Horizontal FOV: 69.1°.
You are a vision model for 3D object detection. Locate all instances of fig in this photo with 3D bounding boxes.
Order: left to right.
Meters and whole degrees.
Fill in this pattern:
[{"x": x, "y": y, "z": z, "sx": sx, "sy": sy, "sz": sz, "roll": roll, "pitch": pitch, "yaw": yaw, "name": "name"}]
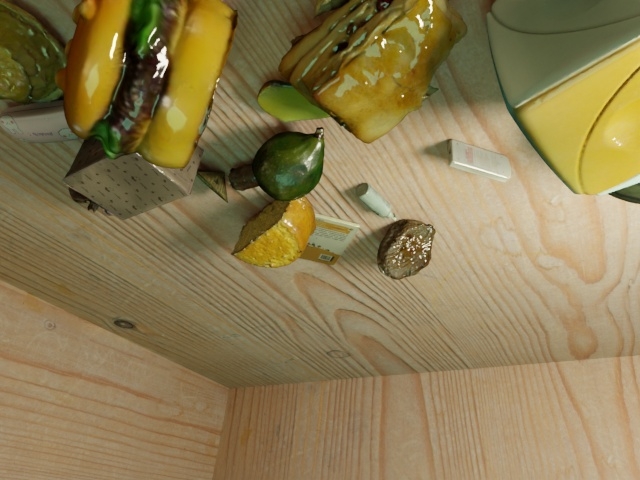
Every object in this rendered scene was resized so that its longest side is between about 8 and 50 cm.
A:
[{"x": -0.071, "y": -0.217, "z": 1.274, "sx": 0.195, "sy": 0.195, "sz": 0.245, "roll": 29, "pitch": 143, "yaw": -31, "name": "fig"}]

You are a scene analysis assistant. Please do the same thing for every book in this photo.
[{"x": 0.000, "y": 0.000, "z": 1.742, "sx": 0.208, "sy": 0.020, "sz": 0.295, "roll": 14, "pitch": 146, "yaw": -12, "name": "book"}]

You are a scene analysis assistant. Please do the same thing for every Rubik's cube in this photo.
[{"x": 0.550, "y": -0.336, "z": 0.857, "sx": 0.352, "sy": 0.351, "sz": 0.347, "roll": 33, "pitch": 138, "yaw": -31, "name": "Rubik's cube"}]

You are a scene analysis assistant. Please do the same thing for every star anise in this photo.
[{"x": -0.730, "y": -0.159, "z": 1.556, "sx": 0.229, "sy": 0.093, "sz": 0.236, "roll": 22, "pitch": 140, "yaw": -14, "name": "star anise"}]

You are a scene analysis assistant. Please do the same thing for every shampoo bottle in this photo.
[{"x": 0.192, "y": -0.113, "z": 1.511, "sx": 0.056, "sy": 0.056, "sz": 0.195, "roll": -22, "pitch": 137, "yaw": 35, "name": "shampoo bottle"}]

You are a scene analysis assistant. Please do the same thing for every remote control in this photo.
[{"x": 0.440, "y": -0.219, "z": 1.287, "sx": 0.190, "sy": 0.087, "sz": 0.029, "roll": 13, "pitch": 150, "yaw": -12, "name": "remote control"}]

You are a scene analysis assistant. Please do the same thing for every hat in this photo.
[{"x": -0.326, "y": -0.192, "z": 1.471, "sx": 0.146, "sy": 0.067, "sz": 0.146, "roll": 40, "pitch": 172, "yaw": 7, "name": "hat"}]

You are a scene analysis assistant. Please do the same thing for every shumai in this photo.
[{"x": 0.302, "y": 0.025, "z": 1.660, "sx": 0.184, "sy": 0.218, "sz": 0.185, "roll": 16, "pitch": -171, "yaw": 4, "name": "shumai"}]

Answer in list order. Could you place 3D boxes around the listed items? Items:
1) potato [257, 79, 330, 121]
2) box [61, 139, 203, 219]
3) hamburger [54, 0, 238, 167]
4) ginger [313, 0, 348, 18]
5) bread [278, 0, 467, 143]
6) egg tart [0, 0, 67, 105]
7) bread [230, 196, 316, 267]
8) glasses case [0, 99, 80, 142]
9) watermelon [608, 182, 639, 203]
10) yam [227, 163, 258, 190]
[{"x": -0.061, "y": -0.359, "z": 1.183, "sx": 0.198, "sy": 0.054, "sz": 0.119, "roll": 4, "pitch": 146, "yaw": -6, "name": "potato"}, {"x": -0.531, "y": -0.219, "z": 1.341, "sx": 0.297, "sy": 0.190, "sz": 0.225, "roll": -14, "pitch": 142, "yaw": 29, "name": "box"}, {"x": -0.363, "y": -0.349, "z": 0.958, "sx": 0.277, "sy": 0.396, "sz": 0.396, "roll": 19, "pitch": 144, "yaw": -22, "name": "hamburger"}, {"x": 0.061, "y": -0.507, "z": 0.902, "sx": 0.122, "sy": 0.115, "sz": 0.193, "roll": 3, "pitch": 162, "yaw": -26, "name": "ginger"}, {"x": 0.126, "y": -0.355, "z": 0.976, "sx": 0.370, "sy": 0.191, "sz": 0.314, "roll": -20, "pitch": 157, "yaw": 30, "name": "bread"}, {"x": -0.769, "y": -0.433, "z": 1.113, "sx": 0.315, "sy": 0.120, "sz": 0.315, "roll": 4, "pitch": 146, "yaw": 3, "name": "egg tart"}, {"x": -0.133, "y": -0.017, "z": 1.567, "sx": 0.179, "sy": 0.194, "sz": 0.340, "roll": 40, "pitch": 132, "yaw": -22, "name": "bread"}, {"x": -0.752, "y": -0.331, "z": 1.300, "sx": 0.297, "sy": 0.075, "sz": 0.113, "roll": -2, "pitch": 154, "yaw": 13, "name": "glasses case"}, {"x": 0.794, "y": -0.221, "z": 1.057, "sx": 0.359, "sy": 0.279, "sz": 0.279, "roll": -3, "pitch": 146, "yaw": 15, "name": "watermelon"}, {"x": -0.205, "y": -0.200, "z": 1.424, "sx": 0.141, "sy": 0.079, "sz": 0.079, "roll": -12, "pitch": 143, "yaw": 24, "name": "yam"}]
